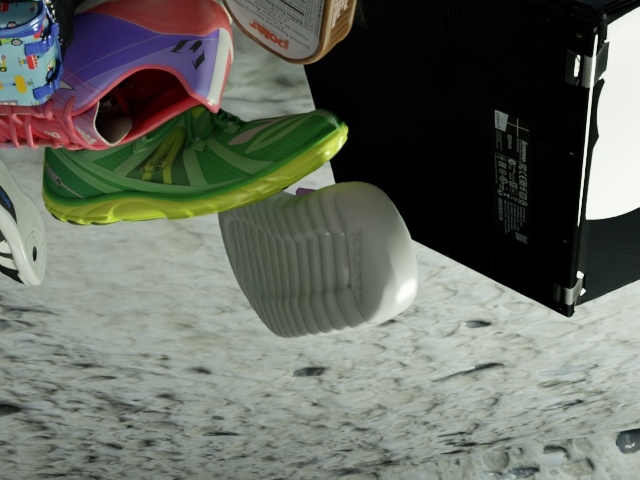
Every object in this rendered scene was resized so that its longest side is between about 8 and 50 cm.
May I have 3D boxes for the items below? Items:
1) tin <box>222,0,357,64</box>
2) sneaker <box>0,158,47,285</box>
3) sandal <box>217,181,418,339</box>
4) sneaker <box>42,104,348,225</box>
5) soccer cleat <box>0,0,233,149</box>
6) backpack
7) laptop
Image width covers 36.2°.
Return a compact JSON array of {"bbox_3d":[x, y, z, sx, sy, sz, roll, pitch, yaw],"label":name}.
[{"bbox_3d":[-0.024,-0.197,0.674,0.106,0.040,0.189,38,154,14],"label":"tin"},{"bbox_3d":[-0.379,-0.021,1.059,0.121,0.079,0.217,-1,148,2],"label":"sneaker"},{"bbox_3d":[0.003,0.015,0.962,0.102,0.169,0.416,-15,-170,-21],"label":"sandal"},{"bbox_3d":[-0.124,-0.085,0.861,0.296,0.123,0.109,-6,-167,18],"label":"sneaker"},{"bbox_3d":[-0.211,-0.119,0.799,0.318,0.116,0.109,-16,153,25],"label":"soccer cleat"},{"bbox_3d":[-0.247,-0.182,0.656,0.158,0.116,0.173,1,153,-12],"label":"backpack"},{"bbox_3d":[0.215,-0.134,0.802,0.408,0.236,0.382,27,156,25],"label":"laptop"}]
